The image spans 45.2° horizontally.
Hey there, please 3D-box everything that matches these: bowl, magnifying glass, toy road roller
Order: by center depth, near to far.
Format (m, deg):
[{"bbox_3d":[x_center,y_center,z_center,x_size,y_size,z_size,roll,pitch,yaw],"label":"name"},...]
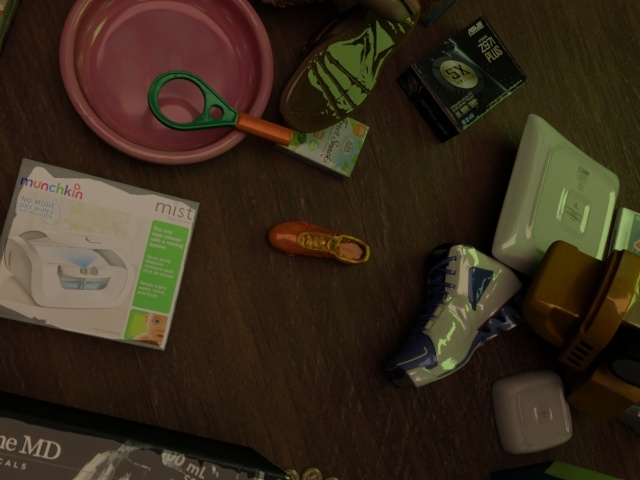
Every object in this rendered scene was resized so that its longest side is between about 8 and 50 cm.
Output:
[{"bbox_3d":[-0.155,-0.196,1.200,0.231,0.026,0.092,17,79,-12],"label":"magnifying glass"},{"bbox_3d":[0.458,0.134,1.289,0.241,0.329,0.202,26,65,14],"label":"toy road roller"},{"bbox_3d":[0.383,0.305,1.362,0.142,0.053,0.142,-8,86,-18],"label":"bowl"}]

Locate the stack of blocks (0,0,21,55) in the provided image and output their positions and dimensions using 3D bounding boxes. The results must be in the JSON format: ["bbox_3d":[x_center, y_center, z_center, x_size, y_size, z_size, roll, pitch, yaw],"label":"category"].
[{"bbox_3d":[-0.541,-0.417,1.167,0.171,0.087,0.297,18,79,-13],"label":"stack of blocks"}]

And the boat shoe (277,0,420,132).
[{"bbox_3d":[0.032,-0.310,1.305,0.123,0.123,0.342,47,68,-28],"label":"boat shoe"}]

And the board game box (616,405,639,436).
[{"bbox_3d":[0.582,0.331,1.395,0.090,0.090,0.020,39,77,-9],"label":"board game box"}]

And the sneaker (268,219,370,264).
[{"bbox_3d":[0.000,0.000,1.282,0.175,0.067,0.064,9,83,-13],"label":"sneaker"}]

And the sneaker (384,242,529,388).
[{"bbox_3d":[0.215,0.108,1.311,0.315,0.127,0.182,-30,88,-24],"label":"sneaker"}]

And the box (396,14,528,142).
[{"bbox_3d":[0.255,-0.290,1.384,0.180,0.077,0.147,-37,93,-17],"label":"box"}]

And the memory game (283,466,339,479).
[{"bbox_3d":[-0.032,0.461,1.245,0.186,0.012,0.186,2,83,-16],"label":"memory game"}]

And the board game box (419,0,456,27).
[{"bbox_3d":[0.157,-0.541,1.353,0.275,0.142,0.144,41,75,-8],"label":"board game box"}]

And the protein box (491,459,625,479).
[{"bbox_3d":[0.398,0.489,1.266,0.136,0.200,0.201,-5,85,-16],"label":"protein box"}]

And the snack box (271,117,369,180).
[{"bbox_3d":[0.000,-0.177,1.318,0.141,0.037,0.100,24,78,-12],"label":"snack box"}]

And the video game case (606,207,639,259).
[{"bbox_3d":[0.643,0.053,1.481,0.201,0.023,0.183,19,79,-13],"label":"video game case"}]

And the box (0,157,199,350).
[{"bbox_3d":[-0.337,0.026,1.154,0.262,0.127,0.231,15,81,-13],"label":"box"}]

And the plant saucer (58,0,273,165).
[{"bbox_3d":[-0.244,-0.278,1.238,0.332,0.084,0.332,2,83,-17],"label":"plant saucer"}]

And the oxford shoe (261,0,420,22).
[{"bbox_3d":[-0.018,-0.425,1.247,0.397,0.140,0.146,35,94,27],"label":"oxford shoe"}]

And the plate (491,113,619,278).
[{"bbox_3d":[0.440,-0.050,1.378,0.277,0.045,0.278,27,74,-31],"label":"plate"}]

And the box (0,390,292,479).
[{"bbox_3d":[-0.343,0.472,1.013,0.480,0.297,0.471,16,77,-13],"label":"box"}]
